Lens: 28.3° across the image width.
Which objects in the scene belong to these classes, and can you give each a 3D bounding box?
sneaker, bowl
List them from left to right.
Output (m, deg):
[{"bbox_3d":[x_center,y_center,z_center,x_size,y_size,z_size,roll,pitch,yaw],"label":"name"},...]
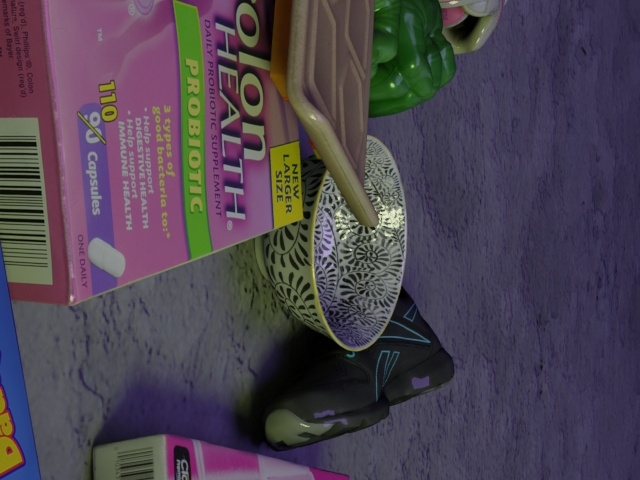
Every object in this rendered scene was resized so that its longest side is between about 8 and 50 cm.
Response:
[{"bbox_3d":[0.000,0.000,1.003,0.170,0.080,0.170,-11,103,-61],"label":"bowl"},{"bbox_3d":[0.021,0.104,1.068,0.267,0.101,0.106,-16,87,-62],"label":"sneaker"},{"bbox_3d":[0.123,-0.264,1.188,0.252,0.103,0.111,47,50,-53],"label":"sneaker"}]

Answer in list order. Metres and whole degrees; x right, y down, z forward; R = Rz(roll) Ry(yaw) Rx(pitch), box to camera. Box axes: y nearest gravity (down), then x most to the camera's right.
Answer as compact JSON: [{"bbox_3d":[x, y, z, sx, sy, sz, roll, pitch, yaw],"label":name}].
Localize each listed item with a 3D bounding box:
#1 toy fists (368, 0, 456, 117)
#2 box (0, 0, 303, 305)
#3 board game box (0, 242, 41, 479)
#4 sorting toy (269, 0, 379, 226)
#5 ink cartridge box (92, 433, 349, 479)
[{"bbox_3d":[0.034,-0.182,1.035,0.279,0.096,0.142,13,82,-63],"label":"toy fists"},{"bbox_3d":[-0.120,-0.095,0.723,0.243,0.117,0.214,-22,112,-61],"label":"box"},{"bbox_3d":[-0.212,0.119,0.506,0.233,0.078,0.347,5,73,-64],"label":"board game box"},{"bbox_3d":[0.003,-0.132,0.813,0.193,0.038,0.208,56,31,-68],"label":"sorting toy"},{"bbox_3d":[-0.038,0.254,0.938,0.371,0.069,0.176,33,48,-61],"label":"ink cartridge box"}]
